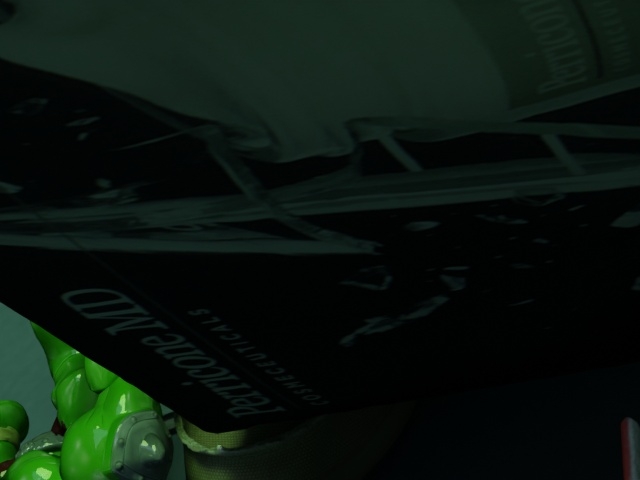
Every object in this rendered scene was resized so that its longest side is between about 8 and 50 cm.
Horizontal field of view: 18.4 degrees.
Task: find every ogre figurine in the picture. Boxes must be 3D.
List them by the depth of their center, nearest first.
[{"bbox_3d":[-0.115,0.093,0.805,0.197,0.097,0.118,-33,39,8],"label":"ogre figurine"}]

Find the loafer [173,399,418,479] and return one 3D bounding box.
[{"bbox_3d":[0.000,0.000,0.833,0.102,0.092,0.268,-7,42,32],"label":"loafer"}]

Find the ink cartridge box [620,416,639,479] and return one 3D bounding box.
[{"bbox_3d":[0.080,0.213,0.382,0.060,0.239,0.275,-18,37,20],"label":"ink cartridge box"}]

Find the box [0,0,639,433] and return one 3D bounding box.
[{"bbox_3d":[0.091,-0.171,0.532,0.472,0.480,0.297,-10,68,17],"label":"box"}]
